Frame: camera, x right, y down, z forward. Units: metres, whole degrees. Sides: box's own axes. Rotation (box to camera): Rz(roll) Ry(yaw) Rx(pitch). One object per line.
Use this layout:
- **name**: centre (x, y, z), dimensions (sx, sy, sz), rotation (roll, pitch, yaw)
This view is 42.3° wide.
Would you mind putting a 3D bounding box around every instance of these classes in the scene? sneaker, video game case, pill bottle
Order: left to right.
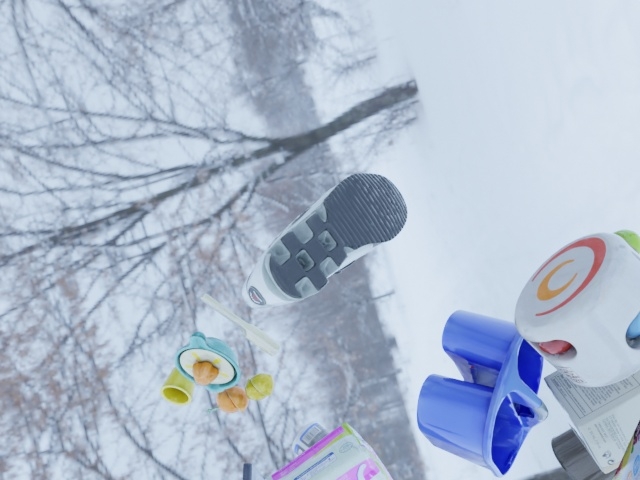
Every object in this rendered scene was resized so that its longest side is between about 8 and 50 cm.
- **video game case**: centre (-0.160, 0.662, 2.003), dimensions (0.274, 0.026, 0.196), rotation (84, -175, -65)
- **sneaker**: centre (0.000, 0.000, 1.288), dimensions (0.146, 0.330, 0.122), rotation (-31, 91, 51)
- **pill bottle**: centre (0.016, 0.440, 1.694), dimensions (0.137, 0.078, 0.078), rotation (34, 163, 26)

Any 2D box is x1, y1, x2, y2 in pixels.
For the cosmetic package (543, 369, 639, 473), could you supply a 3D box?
- **cosmetic package**: centre (0.537, 0.218, 1.323), dimensions (0.113, 0.309, 0.160), rotation (58, -174, -20)

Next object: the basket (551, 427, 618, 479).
- **basket**: centre (0.656, 0.433, 1.805), dimensions (0.204, 0.227, 0.154), rotation (30, -152, -25)

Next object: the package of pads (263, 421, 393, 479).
- **package of pads**: centre (0.042, 0.510, 1.564), dimensions (0.296, 0.229, 0.101), rotation (59, 173, -30)

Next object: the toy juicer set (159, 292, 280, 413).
- **toy juicer set**: centre (-0.184, 0.255, 1.615), dimensions (0.329, 0.209, 0.089), rotation (119, 172, -45)

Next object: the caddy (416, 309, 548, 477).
- **caddy**: centre (0.297, 0.264, 1.404), dimensions (0.241, 0.179, 0.341), rotation (-67, -27, -17)

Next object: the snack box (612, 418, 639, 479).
- **snack box**: centre (0.447, 0.336, 1.097), dimensions (0.174, 0.070, 0.207), rotation (-69, -15, -49)

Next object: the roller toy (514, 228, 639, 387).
- **roller toy**: centre (0.379, 0.101, 1.144), dimensions (0.146, 0.209, 0.191), rotation (43, -152, -11)
